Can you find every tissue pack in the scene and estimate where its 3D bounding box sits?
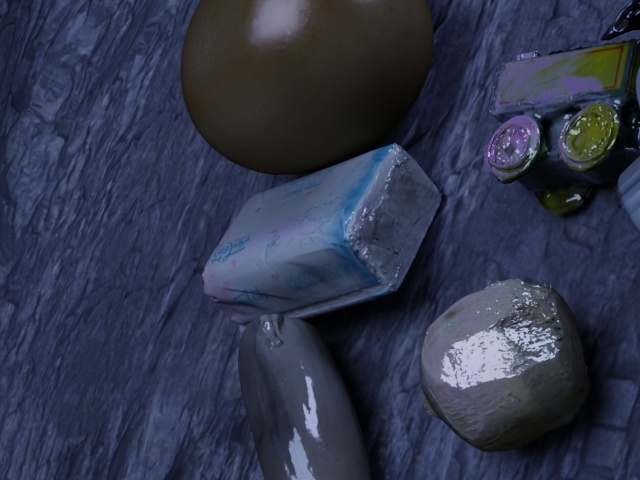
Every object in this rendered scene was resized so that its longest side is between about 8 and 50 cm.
[{"bbox_3d":[0.001,-0.002,2.360,0.271,0.124,0.201,-19,27,41],"label":"tissue pack"}]

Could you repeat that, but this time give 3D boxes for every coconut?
[{"bbox_3d":[0.197,0.146,2.065,0.194,0.194,0.194,-25,52,37],"label":"coconut"}]

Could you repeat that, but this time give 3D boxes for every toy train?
[{"bbox_3d":[0.304,-0.133,2.137,0.261,0.134,0.177,-5,65,45],"label":"toy train"}]

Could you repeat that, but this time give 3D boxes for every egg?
[{"bbox_3d":[-0.025,-0.243,2.420,0.374,0.301,0.301,-28,50,36],"label":"egg"}]

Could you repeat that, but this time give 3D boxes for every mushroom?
[{"bbox_3d":[-0.014,0.241,2.264,0.154,0.137,0.407,-65,35,36],"label":"mushroom"}]

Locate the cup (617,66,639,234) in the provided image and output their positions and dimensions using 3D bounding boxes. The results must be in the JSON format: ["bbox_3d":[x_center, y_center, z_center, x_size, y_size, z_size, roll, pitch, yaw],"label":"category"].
[{"bbox_3d":[0.419,-0.092,1.958,0.202,0.167,0.221,-43,62,27],"label":"cup"}]

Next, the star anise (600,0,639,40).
[{"bbox_3d":[0.428,-0.298,2.042,0.272,0.102,0.272,-14,35,10],"label":"star anise"}]
